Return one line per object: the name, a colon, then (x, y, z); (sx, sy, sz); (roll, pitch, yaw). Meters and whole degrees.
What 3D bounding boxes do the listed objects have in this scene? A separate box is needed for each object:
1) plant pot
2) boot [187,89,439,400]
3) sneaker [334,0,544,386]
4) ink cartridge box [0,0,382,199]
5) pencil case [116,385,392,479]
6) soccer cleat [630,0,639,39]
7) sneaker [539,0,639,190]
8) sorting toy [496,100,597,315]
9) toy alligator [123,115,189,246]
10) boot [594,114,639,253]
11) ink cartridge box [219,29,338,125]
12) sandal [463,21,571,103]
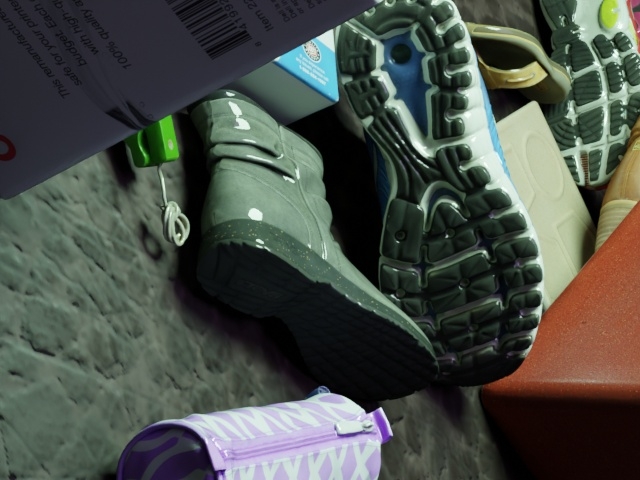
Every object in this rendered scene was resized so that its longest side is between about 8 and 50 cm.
plant pot: (0.344, 0.136, 1.592); (0.267, 0.236, 0.267); (-46, 113, -28)
boot: (0.000, 0.000, 1.400); (0.246, 0.083, 0.161); (40, 35, -39)
sneaker: (0.100, -0.048, 1.519); (0.147, 0.130, 0.330); (-54, 134, -75)
ink cartridge box: (-0.127, -0.181, 1.118); (0.211, 0.289, 0.121); (53, 31, -22)
pencil case: (-0.037, 0.144, 1.236); (0.206, 0.088, 0.086); (-6, 73, -57)
soccer cleat: (0.384, -0.192, 2.099); (0.143, 0.116, 0.331); (60, 30, -43)
sneaker: (0.282, -0.160, 1.915); (0.118, 0.107, 0.279); (47, 38, -47)
sorting toy: (0.194, -0.016, 1.750); (0.193, 0.038, 0.208); (65, 27, -4)
toy alligator: (-0.122, -0.089, 1.295); (0.056, 0.051, 0.189); (-14, 100, -59)
boot: (0.347, 0.000, 1.835); (0.283, 0.109, 0.220); (39, 60, -40)
ink cartridge box: (-0.062, -0.193, 1.423); (0.140, 0.082, 0.190); (30, 46, -46)
sandal: (0.172, -0.154, 1.783); (0.180, 0.072, 0.049); (30, 68, -51)
